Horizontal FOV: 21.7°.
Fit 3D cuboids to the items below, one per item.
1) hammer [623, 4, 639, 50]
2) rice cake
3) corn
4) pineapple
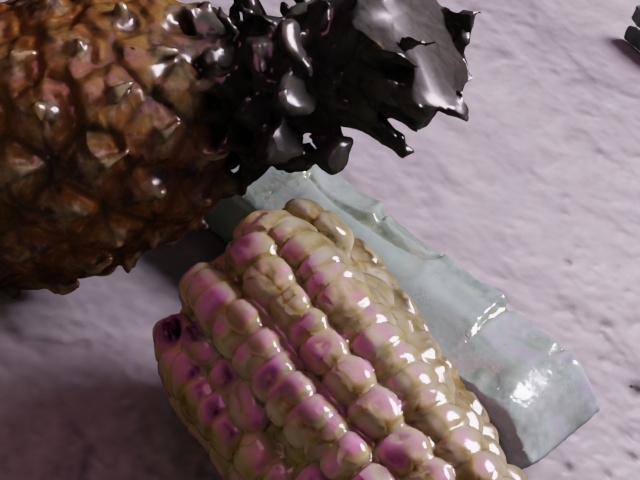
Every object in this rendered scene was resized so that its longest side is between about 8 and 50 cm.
[{"bbox_3d":[0.259,-0.191,1.169,0.103,0.029,0.246,12,42,-6],"label":"hammer"},{"bbox_3d":[0.000,0.000,0.875,0.336,0.063,0.066,40,55,21],"label":"rice cake"},{"bbox_3d":[0.041,0.127,0.719,0.126,0.127,0.335,-17,54,-30],"label":"corn"},{"bbox_3d":[-0.058,-0.061,0.802,0.278,0.158,0.158,-10,44,9],"label":"pineapple"}]
